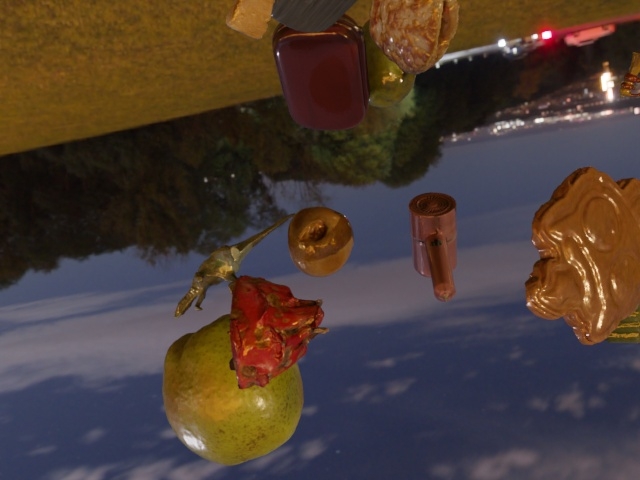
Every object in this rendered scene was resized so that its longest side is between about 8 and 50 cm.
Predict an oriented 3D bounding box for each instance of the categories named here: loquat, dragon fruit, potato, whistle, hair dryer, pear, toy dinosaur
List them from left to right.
[{"bbox_3d":[-0.230,0.373,1.628,0.390,0.392,0.391,-10,-173,1],"label":"pear"},{"bbox_3d":[-0.218,0.050,1.550,0.393,0.092,0.205,-51,-162,-12],"label":"toy dinosaur"},{"bbox_3d":[-0.089,0.162,1.330,0.211,0.134,0.262,-5,-131,-3],"label":"dragon fruit"},{"bbox_3d":[0.003,0.005,1.852,0.212,0.213,0.213,-10,-173,1],"label":"loquat"},{"bbox_3d":[0.208,-0.571,1.973,0.215,0.305,0.216,-5,167,-1],"label":"potato"},{"bbox_3d":[0.297,0.054,1.593,0.125,0.211,0.353,-4,-145,8],"label":"hair dryer"},{"bbox_3d":[0.788,-0.409,1.558,0.057,0.109,0.046,6,-152,-5],"label":"whistle"}]

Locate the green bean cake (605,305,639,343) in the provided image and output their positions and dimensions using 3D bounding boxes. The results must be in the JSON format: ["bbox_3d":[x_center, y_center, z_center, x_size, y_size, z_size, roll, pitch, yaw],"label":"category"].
[{"bbox_3d":[0.832,0.162,1.722,0.113,0.201,0.214,-6,-155,30],"label":"green bean cake"}]

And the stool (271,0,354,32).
[{"bbox_3d":[0.018,-0.603,1.191,0.297,0.297,0.330,-17,166,-42],"label":"stool"}]

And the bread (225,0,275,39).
[{"bbox_3d":[-0.117,-0.387,1.049,0.070,0.083,0.035,6,-149,-37],"label":"bread"}]

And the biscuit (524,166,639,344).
[{"bbox_3d":[0.468,0.016,1.054,0.375,0.270,0.051,-31,-169,-30],"label":"biscuit"}]

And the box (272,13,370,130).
[{"bbox_3d":[0.006,-0.475,1.785,0.262,0.108,0.404,2,148,9],"label":"box"}]

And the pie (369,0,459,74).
[{"bbox_3d":[0.182,-0.436,1.242,0.084,0.205,0.178,-30,-128,-34],"label":"pie"}]
